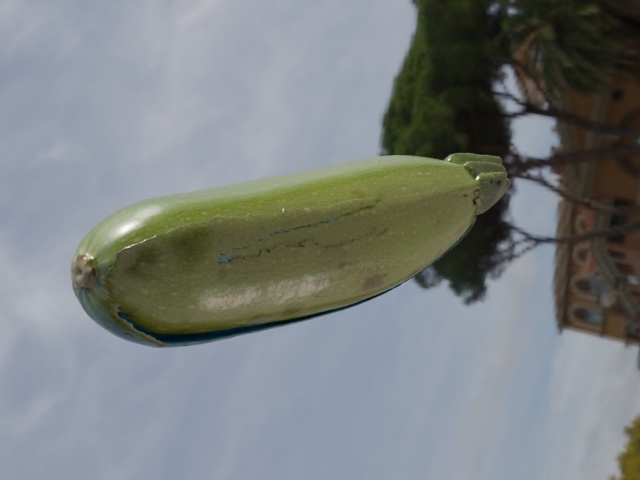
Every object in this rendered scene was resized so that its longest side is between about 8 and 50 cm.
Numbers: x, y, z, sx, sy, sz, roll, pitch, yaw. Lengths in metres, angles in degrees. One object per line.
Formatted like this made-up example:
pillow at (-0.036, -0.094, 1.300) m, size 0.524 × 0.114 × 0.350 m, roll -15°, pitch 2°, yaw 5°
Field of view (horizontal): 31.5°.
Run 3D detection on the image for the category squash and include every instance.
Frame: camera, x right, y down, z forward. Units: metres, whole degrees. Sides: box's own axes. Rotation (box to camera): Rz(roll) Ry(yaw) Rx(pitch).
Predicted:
squash at (0.000, 0.000, 0.668) m, size 0.341 × 0.094 × 0.094 m, roll -15°, pitch -64°, yaw -43°
